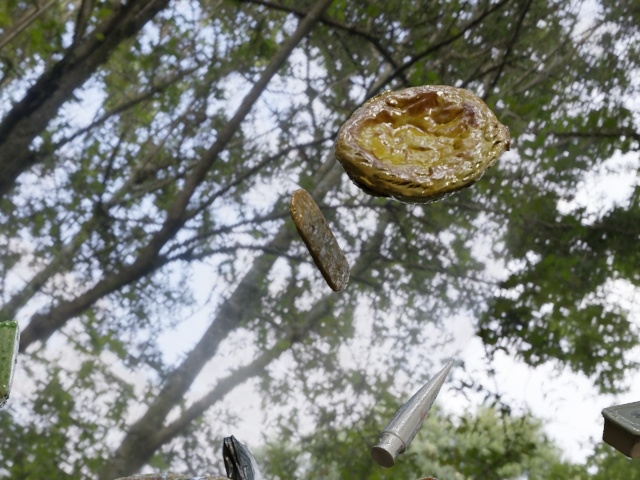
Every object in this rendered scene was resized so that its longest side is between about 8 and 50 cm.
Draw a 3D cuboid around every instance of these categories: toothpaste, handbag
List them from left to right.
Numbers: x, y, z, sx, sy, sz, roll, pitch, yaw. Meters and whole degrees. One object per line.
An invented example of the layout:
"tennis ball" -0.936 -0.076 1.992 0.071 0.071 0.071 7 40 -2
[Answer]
"handbag" -0.185 0.619 2.187 0.332 0.074 0.192 83 -14 -60
"toothpaste" 0.217 0.385 1.951 0.066 0.323 0.100 38 -44 9

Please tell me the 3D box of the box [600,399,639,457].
"box" 0.553 0.328 1.492 0.089 0.122 0.062 31 -61 57

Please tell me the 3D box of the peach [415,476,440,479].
"peach" 0.229 0.546 1.731 0.151 0.151 0.118 41 -42 -11

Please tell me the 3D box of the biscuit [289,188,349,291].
"biscuit" 0.000 0.000 1.846 0.029 0.118 0.247 -19 -65 24

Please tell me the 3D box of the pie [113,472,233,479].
"pie" -0.266 0.421 1.385 0.337 0.075 0.337 -5 -9 -1

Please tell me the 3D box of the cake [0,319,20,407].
"cake" -0.446 0.127 0.924 0.235 0.100 0.099 10 -18 -29

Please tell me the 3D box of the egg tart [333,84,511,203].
"egg tart" 0.192 -0.171 1.672 0.341 0.341 0.129 15 -43 25
